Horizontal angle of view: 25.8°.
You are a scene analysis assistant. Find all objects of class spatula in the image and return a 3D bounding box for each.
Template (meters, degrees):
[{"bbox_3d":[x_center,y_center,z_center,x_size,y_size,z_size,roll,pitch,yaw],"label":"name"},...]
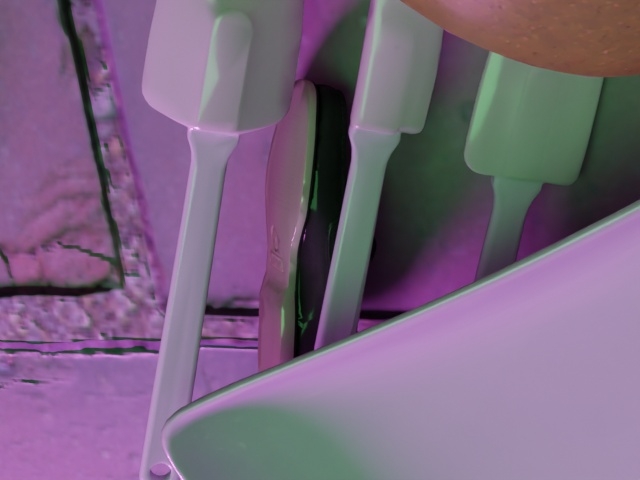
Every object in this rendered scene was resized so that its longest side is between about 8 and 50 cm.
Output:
[{"bbox_3d":[0.009,0.000,0.538,0.168,0.019,0.242,7,114,-11],"label":"spatula"}]

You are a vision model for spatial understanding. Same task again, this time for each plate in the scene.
[{"bbox_3d":[0.122,0.117,0.542,0.278,0.045,0.277,-26,109,17],"label":"plate"}]

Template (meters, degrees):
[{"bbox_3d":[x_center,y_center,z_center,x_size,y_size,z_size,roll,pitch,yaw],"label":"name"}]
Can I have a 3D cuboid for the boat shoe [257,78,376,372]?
[{"bbox_3d":[0.000,-0.001,0.571,0.042,0.049,0.133,-2,107,-16],"label":"boat shoe"}]

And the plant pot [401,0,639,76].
[{"bbox_3d":[0.107,-0.189,0.332,0.275,0.275,0.293,30,135,6],"label":"plant pot"}]
